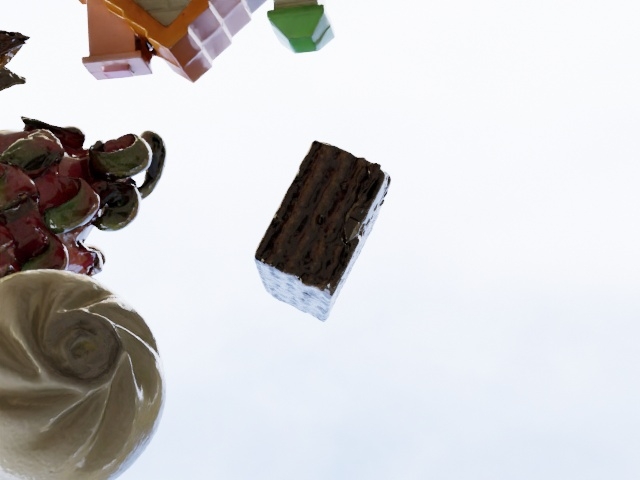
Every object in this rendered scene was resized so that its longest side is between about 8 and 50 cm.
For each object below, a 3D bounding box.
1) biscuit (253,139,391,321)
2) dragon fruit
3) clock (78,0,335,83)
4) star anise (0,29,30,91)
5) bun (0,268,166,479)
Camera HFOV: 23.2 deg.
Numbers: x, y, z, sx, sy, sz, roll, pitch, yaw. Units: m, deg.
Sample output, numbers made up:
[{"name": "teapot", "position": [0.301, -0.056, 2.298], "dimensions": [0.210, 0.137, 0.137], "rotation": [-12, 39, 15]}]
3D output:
[{"name": "biscuit", "position": [0.000, 0.000, 1.327], "dimensions": [0.073, 0.107, 0.388], "rotation": [26, 175, 1]}, {"name": "dragon fruit", "position": [-0.285, -0.025, 1.525], "dimensions": [0.272, 0.218, 0.198], "rotation": [-5, -116, -2]}, {"name": "clock", "position": [-0.107, -0.255, 1.181], "dimensions": [0.219, 0.106, 0.255], "rotation": [-6, -102, 7]}, {"name": "star anise", "position": [-0.340, -0.150, 1.389], "dimensions": [0.212, 0.054, 0.157], "rotation": [-10, 177, 20]}, {"name": "bun", "position": [-0.187, 0.097, 1.126], "dimensions": [0.172, 0.120, 0.173], "rotation": [16, -124, -25]}]
